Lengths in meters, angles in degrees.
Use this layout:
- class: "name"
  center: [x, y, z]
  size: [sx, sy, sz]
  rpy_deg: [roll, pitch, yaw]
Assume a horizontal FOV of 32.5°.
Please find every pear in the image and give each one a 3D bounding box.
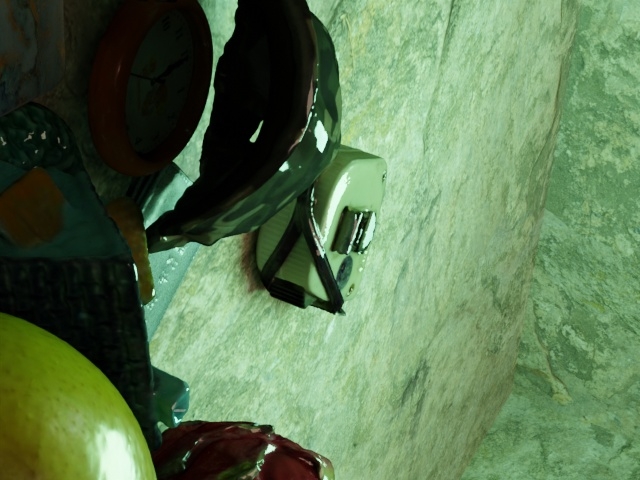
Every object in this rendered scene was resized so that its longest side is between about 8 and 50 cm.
- class: "pear"
  center: [-0.294, 0.156, 0.840]
  size: [0.386, 0.340, 0.191]
  rpy_deg: [42, 44, -37]

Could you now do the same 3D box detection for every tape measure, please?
- class: "tape measure"
  center: [0.000, 0.000, 1.598]
  size: [0.231, 0.133, 0.271]
  rpy_deg: [-15, 124, -64]

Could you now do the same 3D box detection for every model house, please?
- class: "model house"
  center: [-0.215, 0.041, 0.990]
  size: [0.226, 0.241, 0.261]
  rpy_deg: [-47, 147, -41]

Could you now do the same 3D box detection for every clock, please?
- class: "clock"
  center: [-0.177, -0.167, 1.148]
  size: [0.205, 0.051, 0.205]
  rpy_deg: [-53, 153, -42]

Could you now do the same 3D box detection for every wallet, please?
- class: "wallet"
  center: [-0.201, 0.022, 1.269]
  size: [0.222, 0.036, 0.167]
  rpy_deg: [-65, 157, -12]

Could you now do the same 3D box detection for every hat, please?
- class: "hat"
  center: [-0.037, -0.120, 1.092]
  size: [0.257, 0.381, 0.366]
  rpy_deg: [14, 97, -33]

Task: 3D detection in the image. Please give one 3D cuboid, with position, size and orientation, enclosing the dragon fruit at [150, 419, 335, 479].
- class: "dragon fruit"
  center: [-0.123, 0.374, 1.388]
  size: [0.329, 0.329, 0.329]
  rpy_deg: [-49, 149, -43]

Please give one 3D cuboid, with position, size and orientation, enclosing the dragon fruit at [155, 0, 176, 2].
- class: "dragon fruit"
  center: [-0.156, -0.272, 1.003]
  size: [0.121, 0.142, 0.130]
  rpy_deg: [52, 45, -48]

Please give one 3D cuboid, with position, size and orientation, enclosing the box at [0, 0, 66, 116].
- class: "box"
  center: [-0.266, -0.240, 0.902]
  size: [0.142, 0.044, 0.285]
  rpy_deg: [-48, 149, -52]
